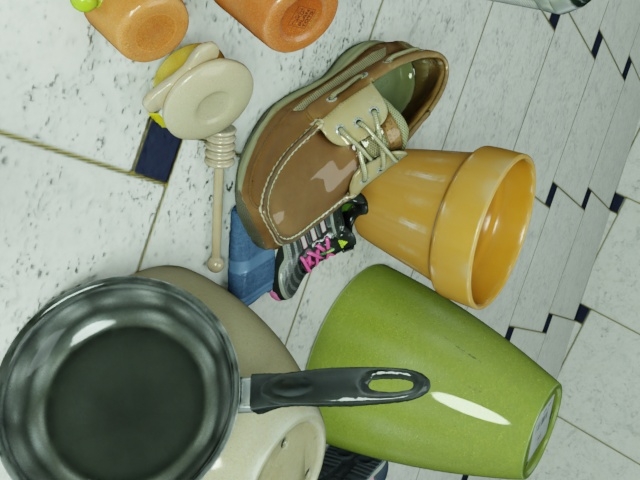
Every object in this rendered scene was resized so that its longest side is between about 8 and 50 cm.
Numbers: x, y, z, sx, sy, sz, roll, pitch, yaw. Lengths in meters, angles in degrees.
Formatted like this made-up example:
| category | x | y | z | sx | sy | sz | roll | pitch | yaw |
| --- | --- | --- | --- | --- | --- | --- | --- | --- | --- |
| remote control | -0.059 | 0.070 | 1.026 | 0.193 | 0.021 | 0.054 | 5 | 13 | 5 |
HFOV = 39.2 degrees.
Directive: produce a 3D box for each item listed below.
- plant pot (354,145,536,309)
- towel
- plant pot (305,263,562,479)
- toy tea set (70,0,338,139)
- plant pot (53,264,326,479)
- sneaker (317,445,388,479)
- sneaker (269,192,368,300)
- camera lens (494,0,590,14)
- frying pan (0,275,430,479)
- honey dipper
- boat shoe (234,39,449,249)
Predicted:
| category | x | y | z | sx | sy | sz | roll | pitch | yaw |
| --- | --- | --- | --- | --- | --- | --- | --- | --- | --- |
| plant pot | 0.154 | -0.036 | 1.172 | 0.205 | 0.188 | 0.205 | -40 | 140 | -45 |
| towel | -0.075 | 0.011 | 0.961 | 0.067 | 0.029 | 0.119 | -33 | 135 | -50 |
| plant pot | 0.169 | 0.207 | 1.243 | 0.275 | 0.293 | 0.275 | -39 | 139 | -44 |
| toy tea set | -0.116 | -0.228 | 0.688 | 0.200 | 0.124 | 0.336 | -37 | 152 | 1 |
| plant pot | -0.107 | 0.186 | 0.844 | 0.284 | 0.191 | 0.284 | -39 | 139 | -45 |
| sneaker | 0.005 | 0.387 | 1.259 | 0.319 | 0.112 | 0.131 | -20 | 121 | -55 |
| sneaker | 0.000 | 0.000 | 1.040 | 0.170 | 0.074 | 0.063 | -59 | 150 | -21 |
| camera lens | 0.168 | -0.356 | 0.900 | 0.219 | 0.274 | 0.219 | -40 | 140 | -45 |
| frying pan | -0.100 | 0.100 | 0.720 | 0.326 | 0.197 | 0.053 | -21 | 156 | -7 |
| honey dipper | -0.100 | -0.037 | 0.886 | 0.030 | 0.030 | 0.161 | -34 | 137 | -49 |
| boat shoe | 0.033 | -0.119 | 0.948 | 0.324 | 0.119 | 0.123 | -53 | 129 | -35 |
